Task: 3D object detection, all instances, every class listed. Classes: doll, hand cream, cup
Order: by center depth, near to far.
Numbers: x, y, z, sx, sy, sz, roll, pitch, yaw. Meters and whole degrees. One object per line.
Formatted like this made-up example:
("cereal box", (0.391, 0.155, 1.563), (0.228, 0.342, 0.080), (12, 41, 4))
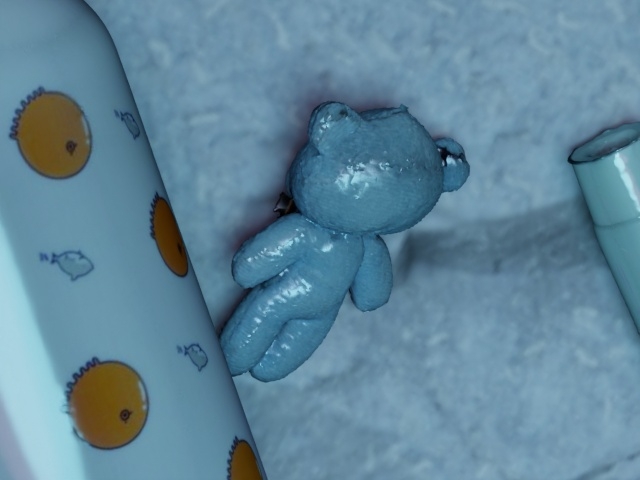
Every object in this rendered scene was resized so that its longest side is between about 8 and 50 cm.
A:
("cup", (-0.165, 0.031, 0.893), (0.212, 0.212, 0.317), (-17, 100, -4))
("doll", (-0.002, -0.004, 0.987), (0.120, 0.075, 0.180), (14, 123, -46))
("hand cream", (0.231, 0.087, 1.034), (0.085, 0.058, 0.331), (-31, 107, -18))
